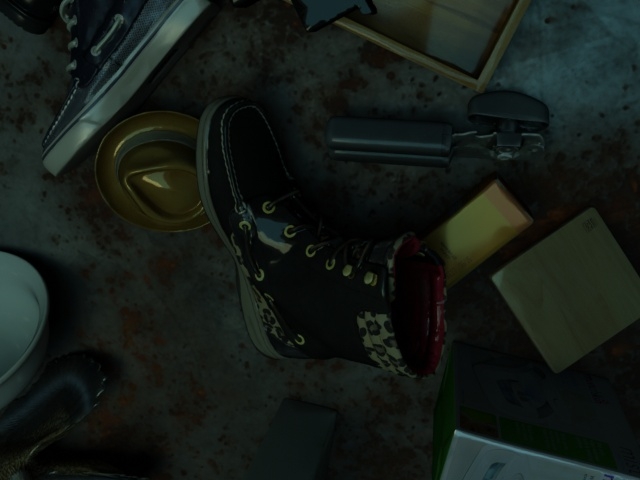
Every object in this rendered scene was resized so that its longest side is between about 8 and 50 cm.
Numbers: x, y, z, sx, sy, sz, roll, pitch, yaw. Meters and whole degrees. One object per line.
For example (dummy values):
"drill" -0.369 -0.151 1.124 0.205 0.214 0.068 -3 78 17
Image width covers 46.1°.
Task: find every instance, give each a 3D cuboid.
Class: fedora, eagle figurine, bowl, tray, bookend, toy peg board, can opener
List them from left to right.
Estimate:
"bowl" -0.520 0.165 1.091 0.298 0.297 0.134 1 137 9
"eagle figurine" -0.437 0.338 1.169 0.298 0.225 0.226 -25 146 -14
"fedora" -0.207 -0.080 1.015 0.195 0.079 0.194 -5 117 -10
"bookend" -0.038 -0.302 0.880 0.156 0.072 0.157 -25 101 16
"tray" 0.059 -0.362 0.923 0.411 0.076 0.202 26 108 1
"can opener" 0.151 -0.147 0.982 0.284 0.076 0.095 5 74 8
"toy peg board" 0.325 0.061 1.007 0.161 0.079 0.161 -35 98 1

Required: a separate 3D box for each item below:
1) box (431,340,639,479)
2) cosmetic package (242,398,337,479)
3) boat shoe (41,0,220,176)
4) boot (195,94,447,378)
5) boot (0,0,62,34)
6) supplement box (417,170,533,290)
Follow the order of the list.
"box" 0.267 0.261 0.966 0.231 0.262 0.126 13 107 6
"cosmetic package" -0.071 0.461 1.066 0.098 0.284 0.377 11 107 6
"boat shoe" -0.289 -0.253 0.988 0.158 0.127 0.340 43 99 -7
"boot" 0.000 0.000 0.935 0.284 0.138 0.377 7 115 44
"boot" -0.401 -0.421 0.969 0.246 0.094 0.207 39 112 -10
"supplement box" 0.168 0.013 1.009 0.233 0.080 0.078 -41 95 16
